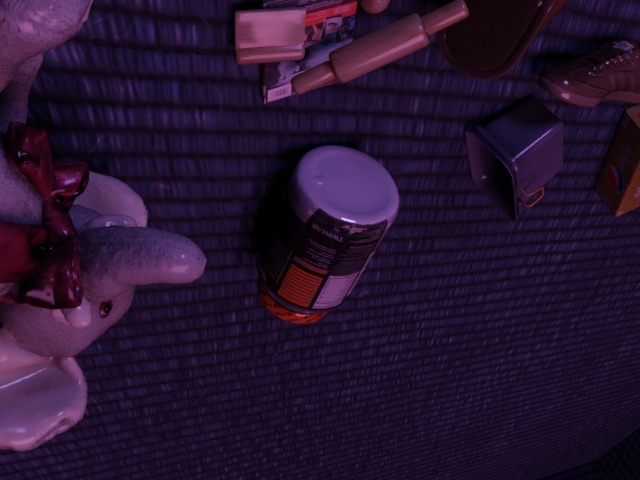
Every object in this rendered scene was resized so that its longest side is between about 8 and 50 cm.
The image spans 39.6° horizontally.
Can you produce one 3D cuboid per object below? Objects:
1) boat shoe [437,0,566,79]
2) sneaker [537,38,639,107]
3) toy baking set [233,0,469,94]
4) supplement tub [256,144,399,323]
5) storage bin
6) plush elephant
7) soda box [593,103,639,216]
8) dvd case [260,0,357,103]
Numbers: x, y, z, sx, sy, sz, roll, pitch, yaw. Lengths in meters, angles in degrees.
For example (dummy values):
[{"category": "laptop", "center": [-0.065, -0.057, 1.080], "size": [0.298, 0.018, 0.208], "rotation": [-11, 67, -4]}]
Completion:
[{"category": "boat shoe", "center": [0.199, -0.271, 0.718], "size": [0.307, 0.110, 0.104], "rotation": [-48, -175, 45]}, {"category": "sneaker", "center": [0.315, -0.195, 0.993], "size": [0.188, 0.066, 0.071], "rotation": [-9, 129, -40]}, {"category": "toy baking set", "center": [0.037, -0.205, 0.689], "size": [0.256, 0.030, 0.197], "rotation": [-20, 147, 9]}, {"category": "supplement tub", "center": [0.000, 0.000, 0.957], "size": [0.117, 0.117, 0.190], "rotation": [-9, 147, -30]}, {"category": "storage bin", "center": [0.238, -0.097, 1.042], "size": [0.091, 0.098, 0.135], "rotation": [-38, 151, -4]}, {"category": "plush elephant", "center": [-0.213, 0.003, 0.643], "size": [0.330, 0.272, 0.255], "rotation": [-15, 150, 41]}, {"category": "soda box", "center": [0.432, -0.111, 1.212], "size": [0.061, 0.058, 0.181], "rotation": [-22, 151, -11]}, {"category": "dvd case", "center": [-0.011, -0.174, 0.777], "size": [0.087, 0.013, 0.119], "rotation": [-20, 149, -15]}]
